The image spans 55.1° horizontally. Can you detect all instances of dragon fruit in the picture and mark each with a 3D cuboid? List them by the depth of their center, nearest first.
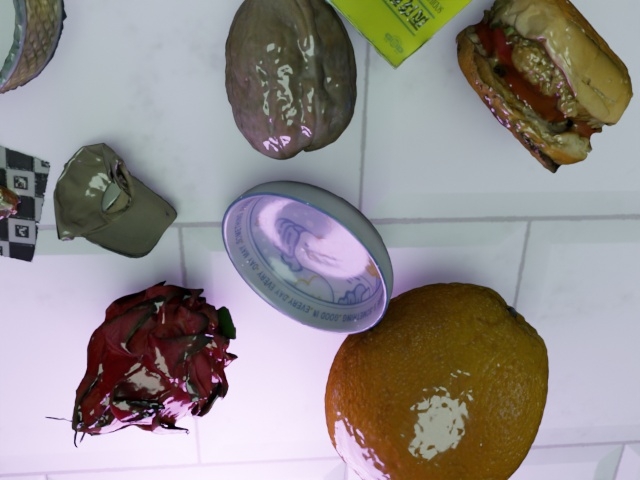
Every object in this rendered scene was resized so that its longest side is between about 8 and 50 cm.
[{"bbox_3d":[-0.267,0.186,0.923,0.293,0.233,0.234,-27,121,-33],"label":"dragon fruit"}]

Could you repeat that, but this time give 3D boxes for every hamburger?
[{"bbox_3d":[0.291,-0.221,0.801,0.163,0.244,0.244,-38,113,23],"label":"hamburger"}]

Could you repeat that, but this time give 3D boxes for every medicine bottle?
[{"bbox_3d":[0.131,-0.356,0.746,0.137,0.141,0.250,39,120,-22],"label":"medicine bottle"}]

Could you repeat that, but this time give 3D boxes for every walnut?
[{"bbox_3d":[-0.038,-0.224,0.804,0.178,0.178,0.230,-10,111,-1],"label":"walnut"}]

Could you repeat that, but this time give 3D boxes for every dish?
[{"bbox_3d":[0.000,0.000,0.923,0.273,0.134,0.273,21,141,18],"label":"dish"}]

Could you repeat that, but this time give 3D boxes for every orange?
[{"bbox_3d":[0.182,0.237,0.961,0.322,0.322,0.357,41,96,-21],"label":"orange"}]

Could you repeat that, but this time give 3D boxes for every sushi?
[{"bbox_3d":[-0.521,-0.058,0.896,0.210,0.040,0.193,16,112,-13],"label":"sushi"}]

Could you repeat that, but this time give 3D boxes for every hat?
[{"bbox_3d":[-0.306,-0.050,0.915,0.147,0.085,0.175,-48,134,4],"label":"hat"}]

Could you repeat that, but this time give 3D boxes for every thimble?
[{"bbox_3d":[-0.465,-0.288,0.734,0.270,0.150,0.271,-2,115,-5],"label":"thimble"}]
